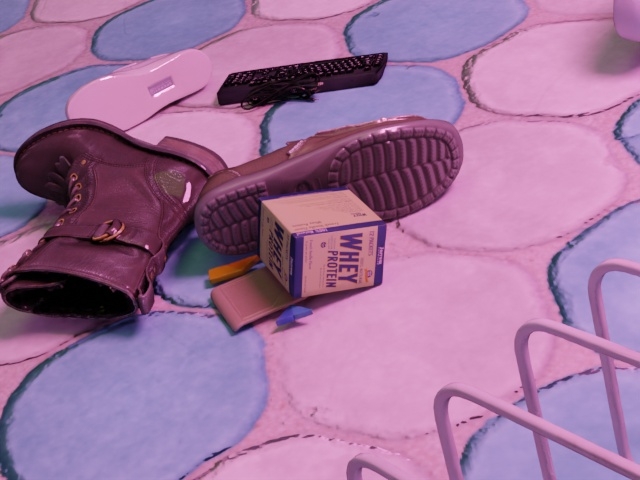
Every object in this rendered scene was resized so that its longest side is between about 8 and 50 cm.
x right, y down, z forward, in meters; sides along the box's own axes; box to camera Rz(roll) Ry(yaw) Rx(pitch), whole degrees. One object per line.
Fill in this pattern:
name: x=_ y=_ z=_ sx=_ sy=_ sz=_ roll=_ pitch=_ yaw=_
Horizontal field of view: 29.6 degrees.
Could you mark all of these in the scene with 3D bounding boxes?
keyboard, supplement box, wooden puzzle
keyboard: x=-0.023 y=-0.189 z=1.355 sx=0.192 sy=0.038 sz=0.100 roll=-7 pitch=33 yaw=14
supplement box: x=0.000 y=0.000 z=1.009 sx=0.083 sy=0.056 sz=0.083 roll=-9 pitch=28 yaw=-22
wooden puzzle: x=-0.051 y=0.045 z=1.020 sx=0.078 sy=0.014 sz=0.116 roll=-23 pitch=32 yaw=-5

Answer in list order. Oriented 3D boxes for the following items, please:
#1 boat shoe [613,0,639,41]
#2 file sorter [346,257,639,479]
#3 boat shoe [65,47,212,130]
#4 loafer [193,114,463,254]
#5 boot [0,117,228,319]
boat shoe: x=0.438 y=-0.293 z=1.256 sx=0.156 sy=0.136 sz=0.367 roll=14 pitch=32 yaw=34
file sorter: x=0.174 y=0.129 z=0.626 sx=0.278 sy=0.193 sz=0.173 roll=-34 pitch=34 yaw=-28
boat shoe: x=-0.215 y=-0.175 z=1.392 sx=0.184 sy=0.066 sz=0.063 roll=-34 pitch=22 yaw=-24
loafer: x=0.004 y=-0.064 z=1.085 sx=0.251 sy=0.094 sz=0.087 roll=-14 pitch=33 yaw=-8
boot: x=-0.227 y=-0.017 z=1.116 sx=0.263 sy=0.091 sz=0.229 roll=5 pitch=36 yaw=25
